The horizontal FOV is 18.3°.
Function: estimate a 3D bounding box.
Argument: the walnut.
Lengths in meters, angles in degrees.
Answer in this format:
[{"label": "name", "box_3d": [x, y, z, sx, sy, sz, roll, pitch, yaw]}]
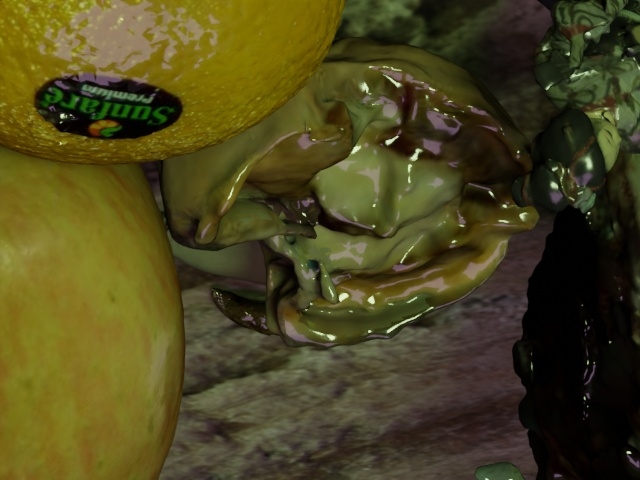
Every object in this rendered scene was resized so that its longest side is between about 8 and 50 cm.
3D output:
[{"label": "walnut", "box_3d": [0.018, -0.048, 1.192, 0.204, 0.141, 0.238, -26, 147, 9]}]

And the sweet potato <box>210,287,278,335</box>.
[{"label": "sweet potato", "box_3d": [-0.006, 0.054, 1.476, 0.153, 0.038, 0.041, 4, 127, -3]}]

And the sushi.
[{"label": "sushi", "box_3d": [0.272, 0.054, 1.268, 0.281, 0.299, 0.294, 14, 151, -5]}]

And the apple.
[{"label": "apple", "box_3d": [-0.262, 0.044, 1.060, 0.391, 0.391, 0.346, 9, 137, -27]}]

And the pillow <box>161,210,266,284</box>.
[{"label": "pillow", "box_3d": [0.000, 0.000, 1.360, 0.208, 0.053, 0.119, 13, 144, -26]}]

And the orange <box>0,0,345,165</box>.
[{"label": "orange", "box_3d": [-0.101, -0.141, 0.916, 0.236, 0.236, 0.236, -5, 151, -3]}]

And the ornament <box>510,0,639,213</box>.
[{"label": "ornament", "box_3d": [0.153, -0.098, 1.015, 0.166, 0.196, 0.153, 35, 138, -16]}]
